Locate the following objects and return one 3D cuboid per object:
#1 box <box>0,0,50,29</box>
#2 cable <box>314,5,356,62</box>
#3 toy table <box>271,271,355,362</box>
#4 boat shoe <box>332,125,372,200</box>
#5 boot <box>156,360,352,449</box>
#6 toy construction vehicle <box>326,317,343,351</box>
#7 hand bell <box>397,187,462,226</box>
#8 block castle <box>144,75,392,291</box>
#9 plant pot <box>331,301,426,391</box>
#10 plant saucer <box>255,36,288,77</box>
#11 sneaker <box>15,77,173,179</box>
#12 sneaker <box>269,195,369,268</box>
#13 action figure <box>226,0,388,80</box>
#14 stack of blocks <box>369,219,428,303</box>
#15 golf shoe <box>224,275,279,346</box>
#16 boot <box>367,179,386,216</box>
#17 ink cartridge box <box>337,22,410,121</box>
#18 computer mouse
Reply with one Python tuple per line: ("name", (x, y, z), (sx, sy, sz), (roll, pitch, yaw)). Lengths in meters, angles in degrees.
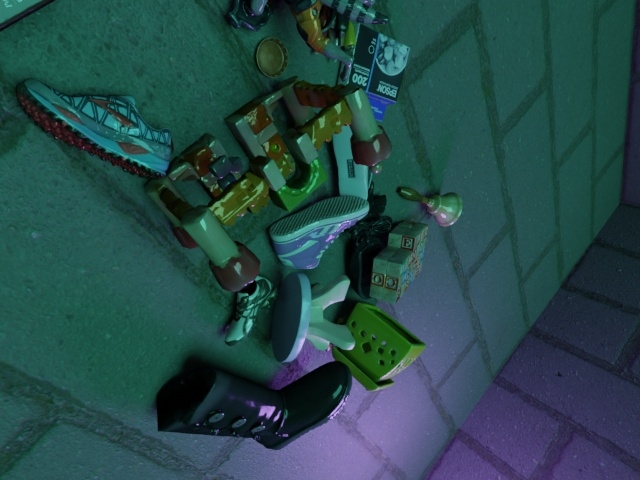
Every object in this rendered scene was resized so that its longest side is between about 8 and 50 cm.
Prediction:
("box", (-0.476, -0.357, 0.525), (0.203, 0.168, 0.167), (-44, 132, -16))
("cable", (0.030, -0.579, 0.957), (0.139, 0.072, 0.288), (0, 97, -23))
("toy table", (-0.026, 0.210, 1.130), (0.160, 0.252, 0.275), (2, 132, -26))
("boat shoe", (0.100, -0.244, 1.116), (0.102, 0.108, 0.302), (-61, 149, -55))
("boot", (-0.157, 0.416, 1.116), (0.367, 0.146, 0.445), (-44, 131, 5))
("toy construction vehicle", (0.043, 0.311, 1.358), (0.085, 0.035, 0.098), (-24, 131, -30))
("hand bell", (0.359, -0.137, 1.395), (0.241, 0.126, 0.126), (15, 99, -32))
("block castle", (-0.103, -0.129, 0.853), (0.453, 0.303, 0.213), (-43, 132, -16))
("plant pot", (0.184, 0.357, 1.342), (0.207, 0.228, 0.227), (-56, 152, 3))
("plant saucer", (-0.110, -0.412, 0.919), (0.083, 0.013, 0.084), (-18, 119, -35))
("sneaker", (-0.389, -0.215, 0.732), (0.261, 0.104, 0.125), (31, 68, -45))
("sneaker", (0.007, -0.016, 1.122), (0.281, 0.102, 0.161), (-20, 127, -8))
("action figure", (-0.017, -0.547, 0.815), (0.330, 0.178, 0.342), (26, 86, -30))
("stack of blocks", (0.257, 0.057, 1.308), (0.297, 0.087, 0.171), (-32, 130, -57))
("golf shoe", (-0.202, 0.179, 1.071), (0.094, 0.077, 0.198), (45, 71, -31))
("boot", (0.165, -0.130, 1.256), (0.099, 0.045, 0.121), (-4, 118, -37))
("ink cartridge box", (0.139, -0.442, 1.098), (0.206, 0.045, 0.209), (-1, 110, -41))
("computer mouse", (0.144, 0.055, 1.304), (0.188, 0.072, 0.273), (-17, 116, -40))
